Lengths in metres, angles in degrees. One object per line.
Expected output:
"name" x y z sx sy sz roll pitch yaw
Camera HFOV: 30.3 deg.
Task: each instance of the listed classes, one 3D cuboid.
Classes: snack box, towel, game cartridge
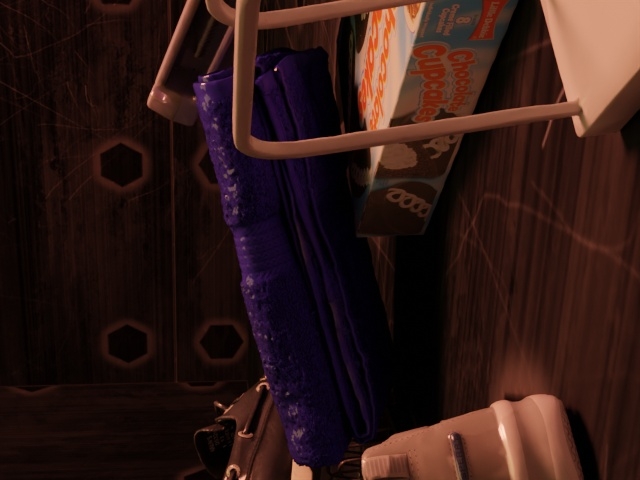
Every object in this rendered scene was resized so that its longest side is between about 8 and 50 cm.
"snack box" 0.062 -0.154 0.809 0.322 0.060 0.187 103 164 -63
"towel" 0.000 0.000 0.937 0.227 0.076 0.308 -43 -59 -69
"game cartridge" -0.040 -0.258 0.914 0.230 0.068 0.355 -65 8 -26

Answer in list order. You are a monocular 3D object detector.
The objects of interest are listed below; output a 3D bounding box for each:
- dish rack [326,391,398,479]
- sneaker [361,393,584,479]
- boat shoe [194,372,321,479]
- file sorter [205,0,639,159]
"dish rack" 0.039 0.250 0.995 0.271 0.074 0.208 -106 18 -70
"sneaker" 0.055 0.171 0.656 0.281 0.115 0.105 97 170 -48
"boat shoe" -0.054 0.186 1.015 0.340 0.113 0.127 -89 -6 -53
"file sorter" 0.028 -0.187 0.439 0.193 0.173 0.278 106 153 -75
